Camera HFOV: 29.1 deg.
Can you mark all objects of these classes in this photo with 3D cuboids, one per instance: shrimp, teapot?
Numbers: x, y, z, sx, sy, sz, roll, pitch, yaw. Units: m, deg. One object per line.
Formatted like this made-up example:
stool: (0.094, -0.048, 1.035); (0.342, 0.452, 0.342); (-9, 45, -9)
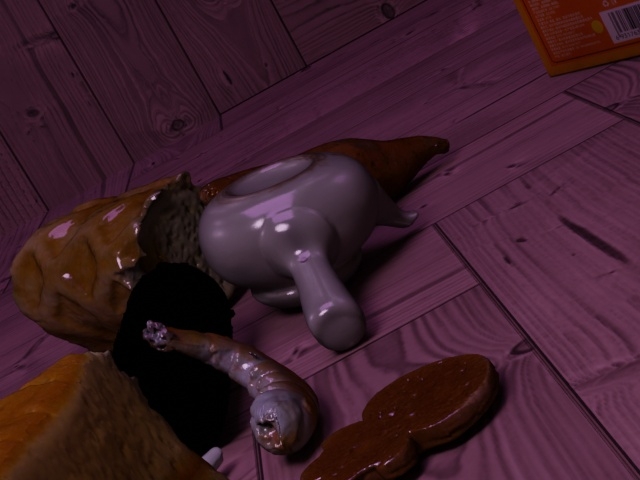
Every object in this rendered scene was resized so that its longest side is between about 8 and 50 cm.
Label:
shrimp: (-0.077, 0.117, 1.060); (0.049, 0.166, 0.161); (-60, 9, 13)
teapot: (-0.035, 0.013, 1.329); (0.219, 0.149, 0.318); (-16, 18, 23)

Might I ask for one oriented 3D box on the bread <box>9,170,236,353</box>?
bread: (-0.233, 0.032, 1.544); (0.252, 0.238, 0.196); (-11, 58, 34)

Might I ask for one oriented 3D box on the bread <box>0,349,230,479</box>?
bread: (-0.201, 0.242, 0.739); (0.244, 0.233, 0.362); (-27, 11, 16)

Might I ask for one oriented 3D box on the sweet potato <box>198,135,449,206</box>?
sweet potato: (0.015, -0.067, 1.554); (0.359, 0.112, 0.112); (-19, 10, -24)

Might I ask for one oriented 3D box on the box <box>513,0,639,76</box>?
box: (0.436, -0.391, 1.674); (0.259, 0.214, 0.283); (-39, 18, -28)

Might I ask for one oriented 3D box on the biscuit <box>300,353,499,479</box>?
biscuit: (0.063, 0.145, 0.948); (0.175, 0.026, 0.124); (-35, 14, -22)

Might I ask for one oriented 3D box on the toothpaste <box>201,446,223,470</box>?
toothpaste: (-0.144, 0.240, 1.008); (0.049, 0.031, 0.204); (-13, 24, 47)

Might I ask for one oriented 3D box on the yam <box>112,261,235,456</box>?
yam: (-0.146, 0.120, 1.232); (0.131, 0.131, 0.280); (-28, 17, 5)
